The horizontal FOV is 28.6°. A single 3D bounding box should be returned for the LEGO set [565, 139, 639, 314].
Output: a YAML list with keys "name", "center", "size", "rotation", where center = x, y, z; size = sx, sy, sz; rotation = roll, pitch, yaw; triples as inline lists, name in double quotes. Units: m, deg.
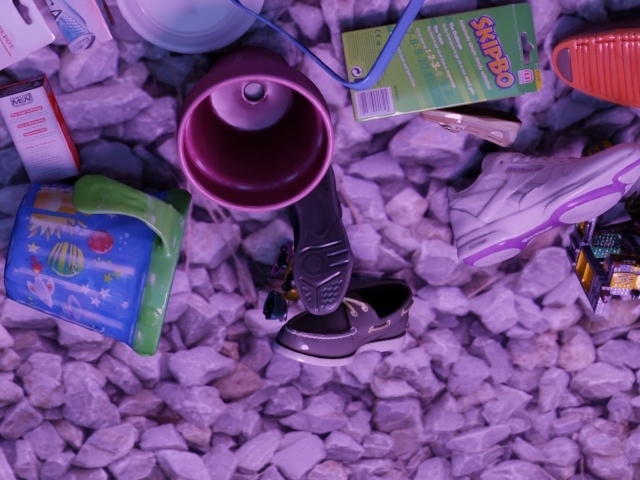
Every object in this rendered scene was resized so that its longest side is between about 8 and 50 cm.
- name: "LEGO set"
  center: [0.515, -0.002, 1.812]
  size: [0.331, 0.192, 0.255]
  rotation: [12, 119, -12]

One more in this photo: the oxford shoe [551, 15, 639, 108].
- name: "oxford shoe"
  center: [0.500, -0.268, 1.705]
  size: [0.363, 0.133, 0.130]
  rotation: [1, 137, 15]

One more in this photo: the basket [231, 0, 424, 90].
- name: "basket"
  center: [0.043, -0.355, 1.514]
  size: [0.289, 0.255, 0.201]
  rotation: [-52, 155, 7]

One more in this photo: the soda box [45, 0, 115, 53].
- name: "soda box"
  center: [-0.328, -0.337, 1.609]
  size: [0.063, 0.058, 0.183]
  rotation: [-19, 120, 6]

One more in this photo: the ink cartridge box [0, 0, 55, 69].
- name: "ink cartridge box"
  center: [-0.452, -0.275, 1.629]
  size: [0.198, 0.067, 0.115]
  rotation: [-23, 121, 10]

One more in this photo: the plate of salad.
- name: "plate of salad"
  center: [-0.170, -0.339, 1.629]
  size: [0.200, 0.048, 0.200]
  rotation: [-1, 121, -2]

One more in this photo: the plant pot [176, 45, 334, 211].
- name: "plant pot"
  center: [-0.090, -0.165, 1.664]
  size: [0.201, 0.180, 0.201]
  rotation: [-3, 121, -5]

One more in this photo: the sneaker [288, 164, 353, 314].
- name: "sneaker"
  center: [0.000, 0.000, 1.774]
  size: [0.087, 0.227, 0.130]
  rotation: [-10, 164, 3]

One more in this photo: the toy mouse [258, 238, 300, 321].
- name: "toy mouse"
  center: [-0.054, 0.065, 1.855]
  size: [0.031, 0.161, 0.143]
  rotation: [17, 156, -19]

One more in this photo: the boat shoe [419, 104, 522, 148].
- name: "boat shoe"
  center: [0.208, -0.163, 1.768]
  size: [0.153, 0.056, 0.048]
  rotation: [7, 116, -18]

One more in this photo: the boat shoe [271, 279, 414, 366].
- name: "boat shoe"
  center: [0.037, 0.114, 1.814]
  size: [0.109, 0.305, 0.091]
  rotation: [26, 108, 29]

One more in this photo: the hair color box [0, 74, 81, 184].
- name: "hair color box"
  center: [-0.386, -0.150, 1.724]
  size: [0.072, 0.043, 0.141]
  rotation: [-14, 122, 3]

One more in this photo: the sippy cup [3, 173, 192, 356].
- name: "sippy cup"
  center: [-0.310, 0.023, 1.732]
  size: [0.224, 0.240, 0.305]
  rotation: [13, 113, -6]

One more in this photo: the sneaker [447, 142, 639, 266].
- name: "sneaker"
  center: [0.302, -0.081, 1.752]
  size: [0.305, 0.152, 0.114]
  rotation: [-27, 157, 28]

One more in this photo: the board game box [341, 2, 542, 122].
- name: "board game box"
  center: [0.165, -0.242, 1.704]
  size: [0.259, 0.039, 0.124]
  rotation: [-9, 99, 3]
